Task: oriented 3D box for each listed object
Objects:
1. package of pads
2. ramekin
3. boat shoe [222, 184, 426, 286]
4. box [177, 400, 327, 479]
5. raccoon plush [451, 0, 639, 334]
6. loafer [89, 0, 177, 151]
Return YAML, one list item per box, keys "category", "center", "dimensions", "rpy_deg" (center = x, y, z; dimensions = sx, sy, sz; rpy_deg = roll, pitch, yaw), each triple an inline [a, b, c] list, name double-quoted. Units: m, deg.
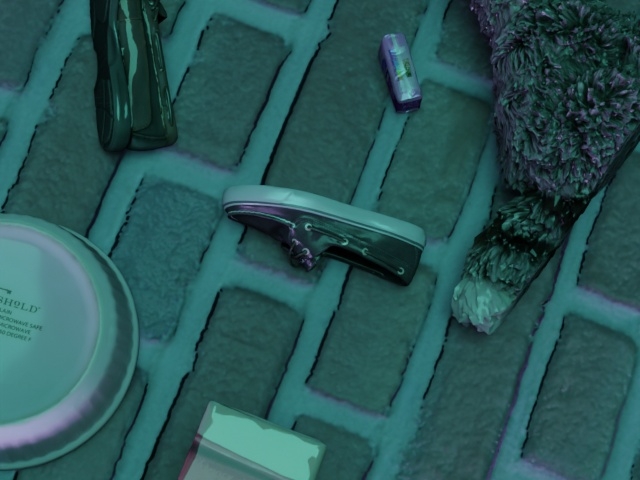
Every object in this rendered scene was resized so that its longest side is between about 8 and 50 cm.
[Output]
- category: "package of pads"
  center: [0.090, -0.190, 1.508]
  dimensions: [0.032, 0.050, 0.083]
  rpy_deg: [-15, 77, -4]
- category: "ramekin"
  center: [-0.323, 0.096, 1.357]
  dimensions: [0.273, 0.127, 0.272]
  rpy_deg: [1, 76, -5]
- category: "boat shoe"
  center: [0.000, 0.000, 1.443]
  dimensions: [0.229, 0.080, 0.076]
  rpy_deg: [15, 73, -9]
- category: "box"
  center: [-0.095, 0.294, 1.316]
  dimensions: [0.127, 0.148, 0.232]
  rpy_deg: [21, 74, 1]
- category: "raccoon plush"
  center: [0.194, -0.163, 1.443]
  dimensions: [0.299, 0.216, 0.446]
  rpy_deg: [36, 75, 12]
- category: "loafer"
  center: [-0.208, -0.228, 1.482]
  dimensions: [0.084, 0.096, 0.267]
  rpy_deg: [1, 82, -26]
